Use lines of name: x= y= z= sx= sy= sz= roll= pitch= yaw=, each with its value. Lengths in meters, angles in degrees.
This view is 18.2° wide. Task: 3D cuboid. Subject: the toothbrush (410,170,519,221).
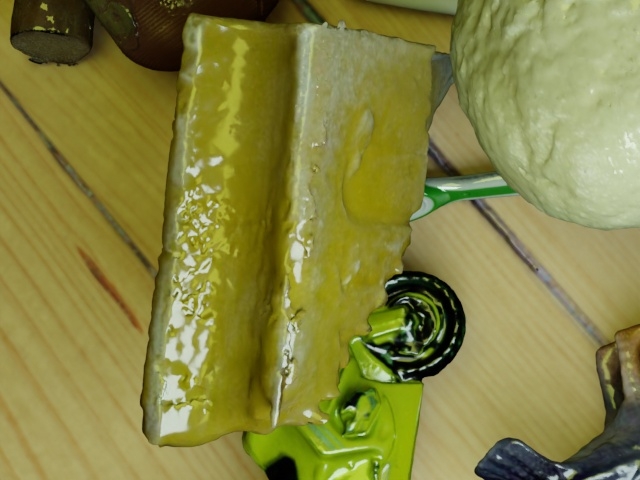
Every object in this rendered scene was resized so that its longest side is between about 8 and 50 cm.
toothbrush: x=0.080 y=-0.032 z=1.700 sx=0.418 sy=0.042 sz=0.040 roll=-6 pitch=45 yaw=12

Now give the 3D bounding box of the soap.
soap: x=0.000 y=0.000 z=1.604 sx=0.169 sy=0.304 sz=0.339 roll=8 pitch=92 yaw=32

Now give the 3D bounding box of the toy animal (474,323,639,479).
toy animal: x=0.271 y=0.158 z=1.570 sx=0.298 sy=0.122 sz=0.185 roll=-20 pitch=79 yaw=-18

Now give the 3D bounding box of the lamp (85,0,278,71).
lamp: x=-0.133 y=-0.258 z=1.709 sx=0.180 sy=0.180 sz=0.258 roll=-34 pitch=96 yaw=4

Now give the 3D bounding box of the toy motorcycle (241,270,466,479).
toy motorcycle: x=-0.008 y=0.179 z=1.625 sx=0.206 sy=0.142 sz=0.342 roll=8 pitch=78 yaw=16

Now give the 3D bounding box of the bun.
bun: x=0.252 y=-0.188 z=1.545 sx=0.352 sy=0.227 sz=0.349 roll=-10 pitch=43 yaw=48

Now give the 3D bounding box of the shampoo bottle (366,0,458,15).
shampoo bottle: x=0.060 y=-0.259 z=1.748 sx=0.221 sy=0.051 sz=0.108 roll=11 pitch=83 yaw=14

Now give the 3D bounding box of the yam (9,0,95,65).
yam: x=-0.237 y=-0.229 z=1.796 sx=0.084 sy=0.084 sz=0.127 roll=3 pitch=76 yaw=13
